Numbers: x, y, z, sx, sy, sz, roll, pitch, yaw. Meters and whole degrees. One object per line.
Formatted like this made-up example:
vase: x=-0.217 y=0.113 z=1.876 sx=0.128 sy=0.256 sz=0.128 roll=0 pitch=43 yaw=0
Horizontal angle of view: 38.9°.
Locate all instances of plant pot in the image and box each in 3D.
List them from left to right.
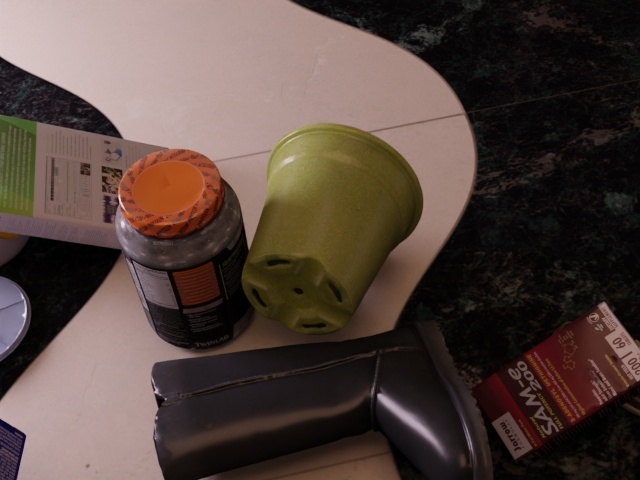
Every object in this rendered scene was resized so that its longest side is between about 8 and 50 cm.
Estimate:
plant pot: x=0.000 y=0.000 z=1.440 sx=0.275 sy=0.276 sz=0.254 roll=13 pitch=47 yaw=13

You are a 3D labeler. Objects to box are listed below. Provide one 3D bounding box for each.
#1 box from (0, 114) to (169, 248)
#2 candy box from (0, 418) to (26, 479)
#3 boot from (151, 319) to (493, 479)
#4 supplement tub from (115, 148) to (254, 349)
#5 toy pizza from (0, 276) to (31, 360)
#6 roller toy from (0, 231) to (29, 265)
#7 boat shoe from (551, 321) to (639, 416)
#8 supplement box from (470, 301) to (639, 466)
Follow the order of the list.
box: x=-0.423 y=-0.098 z=1.613 sx=0.321 sy=0.058 sz=0.232 roll=11 pitch=47 yaw=-26
candy box: x=-0.559 y=0.408 z=1.216 sx=0.268 sy=0.122 sz=0.317 roll=-18 pitch=47 yaw=21
boot: x=-0.014 y=0.272 z=1.291 sx=0.444 sy=0.146 sz=0.367 roll=-7 pitch=26 yaw=-6
supplement tub: x=-0.210 y=0.017 z=1.433 sx=0.193 sy=0.316 sz=0.194 roll=-1 pitch=51 yaw=2
toy pizza: x=-0.589 y=0.144 z=1.537 sx=0.201 sy=0.032 sz=0.201 roll=-1 pitch=52 yaw=1
roller toy: x=-0.625 y=-0.049 z=1.617 sx=0.191 sy=0.146 sz=0.209 roll=-25 pitch=55 yaw=-15
boat shoe: x=0.474 y=0.200 z=1.387 sx=0.257 sy=0.095 sz=0.095 roll=20 pitch=56 yaw=18
supplement box: x=0.358 y=0.213 z=1.337 sx=0.239 sy=0.073 sz=0.130 roll=-36 pitch=62 yaw=7
